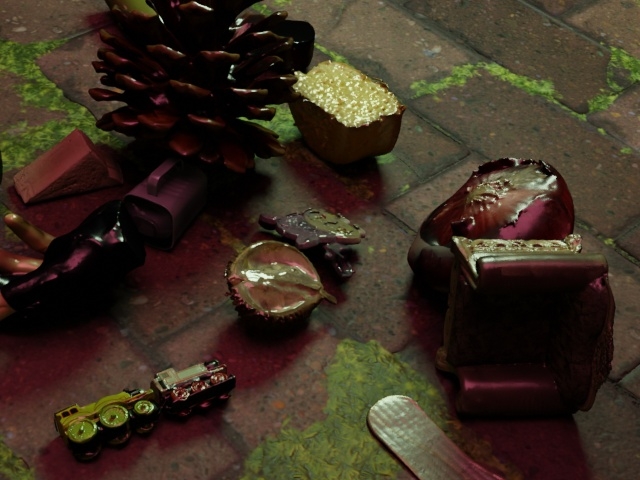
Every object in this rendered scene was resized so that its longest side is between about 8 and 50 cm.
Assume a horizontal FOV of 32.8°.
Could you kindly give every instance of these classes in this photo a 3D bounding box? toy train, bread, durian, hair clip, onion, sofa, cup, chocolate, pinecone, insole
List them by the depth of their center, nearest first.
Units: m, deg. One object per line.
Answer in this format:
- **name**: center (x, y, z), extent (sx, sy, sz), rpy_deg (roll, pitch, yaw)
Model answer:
- **insole**: center (0.196, 0.325, 1.458), extent (0.119, 0.009, 0.348), rpy_deg (-29, 53, -31)
- **toy train**: center (-0.234, 0.224, 1.487), extent (0.249, 0.053, 0.085), rpy_deg (-19, 43, -25)
- **sofa**: center (0.279, 0.126, 1.504), extent (0.200, 0.258, 0.182), rpy_deg (1, 29, -7)
- **durian**: center (-0.065, 0.082, 1.633), extent (0.188, 0.091, 0.148), rpy_deg (9, 49, -18)
- **onion**: center (0.277, 0.006, 1.695), extent (0.272, 0.195, 0.272), rpy_deg (-30, 23, 15)
- **hair clip**: center (0.002, -0.007, 1.745), extent (0.146, 0.056, 0.187), rpy_deg (-5, 33, -29)
- **cup**: center (-0.250, -0.072, 1.748), extent (0.095, 0.128, 0.129), rpy_deg (19, 42, 14)
- **pinecone**: center (-0.190, -0.308, 1.797), extent (0.384, 0.384, 0.384), rpy_deg (3, 43, -3)
- **bread**: center (-0.426, -0.105, 1.839), extent (0.152, 0.105, 0.077), rpy_deg (-36, 50, 3)
- **bread**: center (0.038, -0.215, 1.924), extent (0.143, 0.140, 0.229), rpy_deg (-22, 43, -28)
- **chocolate**: center (-0.073, -0.383, 2.139), extent (0.148, 0.080, 0.125), rpy_deg (21, 33, 25)

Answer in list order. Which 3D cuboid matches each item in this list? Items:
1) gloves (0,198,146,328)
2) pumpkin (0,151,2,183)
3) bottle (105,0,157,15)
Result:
- **gloves**: center (-0.406, 0.046, 1.588), extent (0.301, 0.152, 0.197), rpy_deg (-8, 23, -5)
- **pumpkin**: center (-0.630, -0.125, 1.737), extent (0.238, 0.159, 0.238), rpy_deg (2, 38, -2)
- **bottle**: center (-0.341, -0.446, 2.148), extent (0.112, 0.112, 0.260), rpy_deg (-17, 48, -23)
